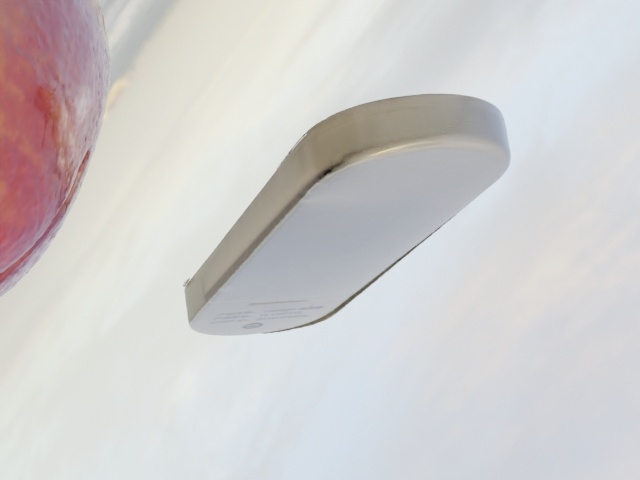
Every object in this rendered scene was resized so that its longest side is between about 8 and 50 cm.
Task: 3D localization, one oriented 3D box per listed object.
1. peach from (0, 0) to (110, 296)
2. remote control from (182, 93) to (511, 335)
[{"bbox_3d":[-0.163,-0.052,0.363,0.190,0.192,0.190,-10,-129,12],"label":"peach"},{"bbox_3d":[0.000,0.000,0.490,0.245,0.077,0.022,136,-50,-63],"label":"remote control"}]
